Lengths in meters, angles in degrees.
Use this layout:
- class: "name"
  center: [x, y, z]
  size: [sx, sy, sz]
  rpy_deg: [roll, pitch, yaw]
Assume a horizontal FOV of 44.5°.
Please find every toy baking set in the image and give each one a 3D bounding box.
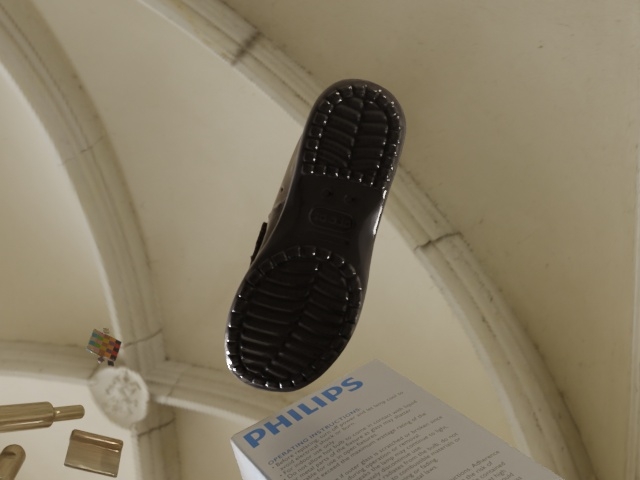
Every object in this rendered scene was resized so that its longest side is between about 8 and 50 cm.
- class: "toy baking set"
  center: [-0.304, 0.234, 0.785]
  size: [0.197, 0.256, 0.030]
  rpy_deg: [47, -61, 43]

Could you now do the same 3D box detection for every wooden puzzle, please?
- class: "wooden puzzle"
  center: [-0.341, 0.166, 1.232]
  size: [0.049, 0.083, 0.006]
  rpy_deg: [29, -66, -16]

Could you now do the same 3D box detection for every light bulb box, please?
- class: "light bulb box"
  center: [0.106, 0.384, 0.866]
  size: [0.361, 0.225, 0.358]
  rpy_deg: [25, -48, 54]

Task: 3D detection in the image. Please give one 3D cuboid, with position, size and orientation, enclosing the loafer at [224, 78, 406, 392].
- class: "loafer"
  center: [0.000, 0.000, 0.871]
  size: [0.133, 0.130, 0.366]
  rpy_deg: [22, -76, -6]
